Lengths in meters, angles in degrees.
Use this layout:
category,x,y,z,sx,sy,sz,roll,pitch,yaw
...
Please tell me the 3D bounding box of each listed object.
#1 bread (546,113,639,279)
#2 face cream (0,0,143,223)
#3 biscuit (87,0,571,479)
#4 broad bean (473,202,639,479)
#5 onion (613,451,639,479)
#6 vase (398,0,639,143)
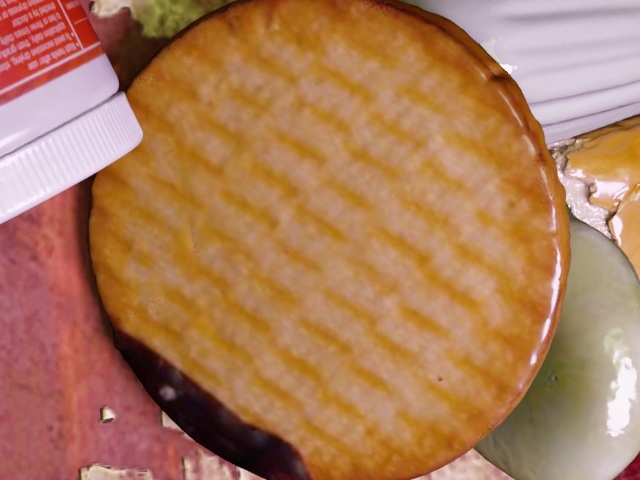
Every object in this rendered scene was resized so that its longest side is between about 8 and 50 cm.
category,x,y,z,sx,sy,sz,roll,pitch,yaw
bread,0.203,-0.022,1.256,0.106,0.082,0.125,-24,96,-4
face cream,-0.232,-0.099,1.102,0.201,0.201,0.187,-28,99,-8
biscuit,0.000,0.000,1.163,0.318,0.040,0.318,4,100,20
broad bean,0.134,0.052,1.192,0.100,0.169,0.228,-5,69,-45
onion,0.292,0.131,1.217,0.252,0.219,0.252,0,86,-5
vase,0.165,-0.128,1.224,0.248,0.128,0.128,-9,96,-19
